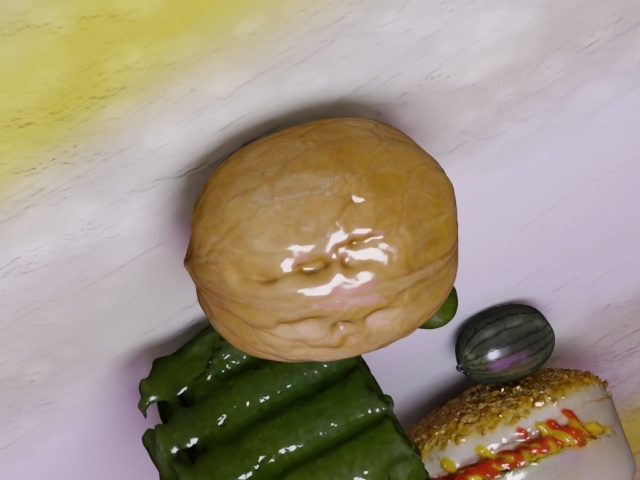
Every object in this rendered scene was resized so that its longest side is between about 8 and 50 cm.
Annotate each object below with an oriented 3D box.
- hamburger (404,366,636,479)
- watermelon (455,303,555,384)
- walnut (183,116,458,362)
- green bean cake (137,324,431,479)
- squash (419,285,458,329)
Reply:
[{"bbox_3d":[0.192,0.235,1.967,0.276,0.179,0.294,-28,177,6],"label":"hamburger"},{"bbox_3d":[0.185,0.107,1.890,0.110,0.078,0.078,-15,148,-15],"label":"watermelon"},{"bbox_3d":[0.000,0.000,1.485,0.221,0.195,0.195,-13,148,-8],"label":"walnut"},{"bbox_3d":[-0.015,0.251,1.704,0.218,0.335,0.319,-23,145,-8],"label":"green bean cake"},{"bbox_3d":[0.044,0.035,1.680,0.066,0.066,0.252,-41,147,24],"label":"squash"}]
